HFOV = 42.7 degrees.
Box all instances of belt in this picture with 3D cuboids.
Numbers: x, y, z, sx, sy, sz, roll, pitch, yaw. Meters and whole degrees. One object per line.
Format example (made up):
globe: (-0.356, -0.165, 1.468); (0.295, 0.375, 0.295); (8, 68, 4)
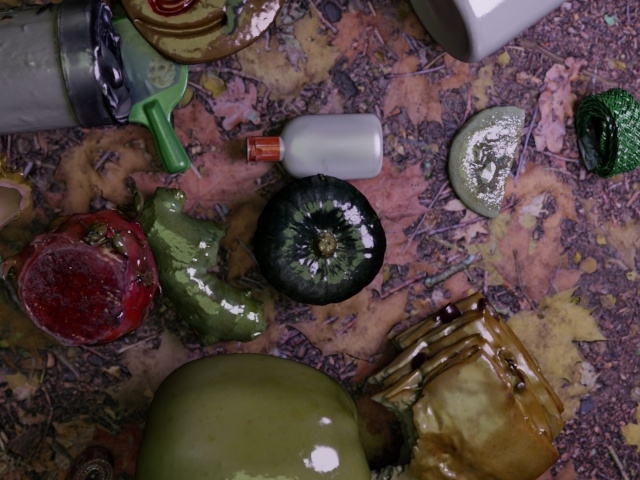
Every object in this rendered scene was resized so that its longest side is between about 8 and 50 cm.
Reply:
belt: (-0.422, 0.433, 1.323); (0.071, 0.053, 0.232); (40, 89, -20)
belt: (0.495, -0.180, 1.375); (0.079, 0.121, 0.152); (-15, 111, -13)

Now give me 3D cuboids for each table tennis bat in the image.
table tennis bat: (-0.270, -0.225, 1.279); (0.160, 0.039, 0.257); (-23, 98, -4)

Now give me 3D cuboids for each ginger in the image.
ginger: (-0.193, 0.046, 1.300); (0.137, 0.089, 0.290); (-31, 97, -30)

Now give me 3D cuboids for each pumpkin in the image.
pumpkin: (0.000, 0.002, 1.292); (0.211, 0.152, 0.212); (-4, 113, -9)

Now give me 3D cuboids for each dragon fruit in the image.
dragon fruit: (-0.353, 0.050, 1.210); (0.211, 0.147, 0.282); (30, 110, 8)

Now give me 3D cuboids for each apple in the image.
apple: (-0.098, 0.333, 1.215); (0.357, 0.357, 0.358); (-1, 97, -10)

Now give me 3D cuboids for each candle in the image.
candle: (-0.440, -0.240, 1.170); (0.329, 0.187, 0.188); (-6, 98, 0)

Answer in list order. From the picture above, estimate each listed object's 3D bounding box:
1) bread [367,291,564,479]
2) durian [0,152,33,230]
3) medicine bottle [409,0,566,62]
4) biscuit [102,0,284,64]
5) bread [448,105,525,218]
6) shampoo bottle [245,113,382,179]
bread: (0.217, 0.308, 1.351); (0.370, 0.191, 0.314); (-39, 102, -2)
durian: (-0.536, -0.104, 1.147); (0.185, 0.305, 0.196); (-34, 75, -7)
medicine bottle: (0.325, -0.458, 1.266); (0.371, 0.211, 0.211); (-36, 101, -4)
biscuit: (-0.222, -0.448, 1.234); (0.314, 0.063, 0.368); (-27, 98, -11)
bread: (0.273, -0.142, 1.383); (0.112, 0.036, 0.193); (14, 94, -10)
shampoo bottle: (-0.010, -0.150, 1.324); (0.220, 0.051, 0.108); (-3, 100, -10)
